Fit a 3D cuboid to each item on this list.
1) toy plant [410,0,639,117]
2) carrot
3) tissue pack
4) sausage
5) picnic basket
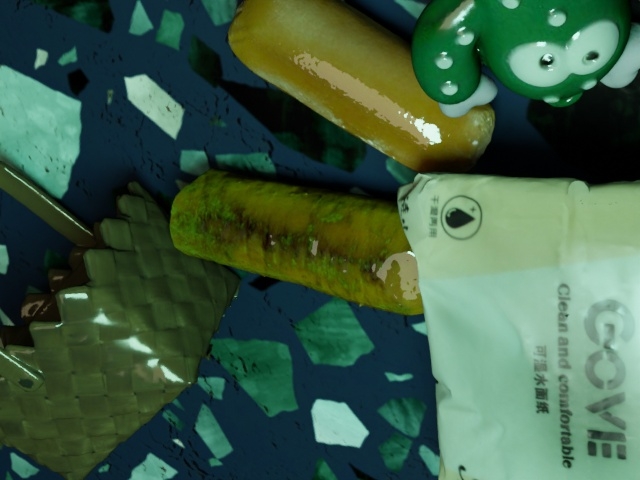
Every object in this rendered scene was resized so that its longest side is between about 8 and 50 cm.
[{"bbox_3d":[0.196,-0.197,1.206,0.233,0.112,0.243,-2,140,-10],"label":"toy plant"},{"bbox_3d":[0.000,0.000,1.438,0.302,0.114,0.114,14,120,23],"label":"carrot"},{"bbox_3d":[0.268,0.109,1.272,0.390,0.195,0.375,1,112,24],"label":"tissue pack"},{"bbox_3d":[0.040,-0.156,1.342,0.274,0.105,0.105,32,124,6],"label":"sausage"},{"bbox_3d":[-0.288,0.071,1.518,0.321,0.254,0.291,39,124,-14],"label":"picnic basket"}]
